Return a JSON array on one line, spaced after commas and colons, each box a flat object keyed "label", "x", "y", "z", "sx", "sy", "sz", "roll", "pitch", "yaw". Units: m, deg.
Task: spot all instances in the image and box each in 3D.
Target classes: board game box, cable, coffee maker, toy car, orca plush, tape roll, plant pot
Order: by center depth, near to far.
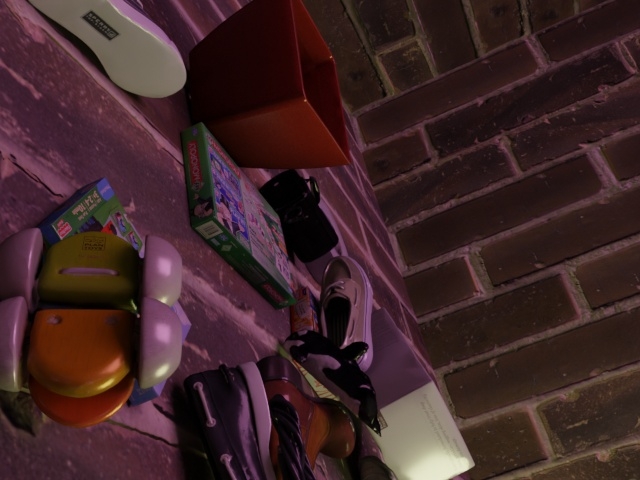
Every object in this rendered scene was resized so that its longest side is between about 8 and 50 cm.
[{"label": "toy car", "x": -0.205, "y": 0.078, "z": 0.639, "sx": 0.182, "sy": 0.159, "sz": 0.136, "roll": -101, "pitch": -162, "yaw": -45}, {"label": "board game box", "x": -0.223, "y": 0.051, "z": 0.800, "sx": 0.160, "sy": 0.039, "sz": 0.211, "roll": -83, "pitch": 149, "yaw": -68}, {"label": "cable", "x": -0.025, "y": 0.275, "z": 0.875, "sx": 0.184, "sy": 0.047, "sz": 0.150, "roll": -109, "pitch": -169, "yaw": -51}, {"label": "orca plush", "x": 0.037, "y": 0.202, "z": 1.212, "sx": 0.151, "sy": 0.102, "sz": 0.287, "roll": 43, "pitch": -7, "yaw": -19}, {"label": "board game box", "x": -0.141, "y": -0.035, "z": 1.304, "sx": 0.317, "sy": 0.046, "sz": 0.213, "roll": 52, "pitch": 18, "yaw": -51}, {"label": "plant pot", "x": -0.106, "y": -0.283, "z": 1.403, "sx": 0.267, "sy": 0.236, "sz": 0.267, "roll": 45, "pitch": 33, "yaw": -61}, {"label": "board game box", "x": -0.008, "y": 0.208, "z": 1.452, "sx": 0.193, "sy": 0.045, "sz": 0.146, "roll": -97, "pitch": 161, "yaw": -54}, {"label": "coffee maker", "x": -0.045, "y": -0.037, "z": 1.583, "sx": 0.171, "sy": 0.120, "sz": 0.178, "roll": -89, "pitch": 155, "yaw": -44}, {"label": "tape roll", "x": 0.000, "y": 0.000, "z": 1.805, "sx": 0.219, "sy": 0.072, "sz": 0.219, "roll": -22, "pitch": 90, "yaw": -79}]

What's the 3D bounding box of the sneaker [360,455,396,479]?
[{"label": "sneaker", "x": 0.148, "y": 0.517, "z": 1.485, "sx": 0.115, "sy": 0.090, "sz": 0.232, "roll": -102, "pitch": 165, "yaw": -55}]

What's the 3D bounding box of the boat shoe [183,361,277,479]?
[{"label": "boat shoe", "x": -0.092, "y": 0.291, "z": 0.833, "sx": 0.114, "sy": 0.091, "sz": 0.302, "roll": 110, "pitch": -32, "yaw": -55}]

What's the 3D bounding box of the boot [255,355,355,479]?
[{"label": "boot", "x": -0.012, "y": 0.344, "z": 1.067, "sx": 0.280, "sy": 0.096, "sz": 0.264, "roll": -97, "pitch": 163, "yaw": -48}]

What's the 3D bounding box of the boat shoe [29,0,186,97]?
[{"label": "boat shoe", "x": -0.294, "y": -0.312, "z": 1.011, "sx": 0.301, "sy": 0.108, "sz": 0.102, "roll": 37, "pitch": 34, "yaw": -55}]

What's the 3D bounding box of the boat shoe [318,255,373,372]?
[{"label": "boat shoe", "x": 0.049, "y": 0.131, "z": 1.476, "sx": 0.094, "sy": 0.109, "sz": 0.302, "roll": 56, "pitch": 18, "yaw": -41}]

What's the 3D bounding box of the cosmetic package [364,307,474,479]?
[{"label": "cosmetic package", "x": 0.152, "y": 0.318, "z": 1.497, "sx": 0.217, "sy": 0.156, "sz": 0.385, "roll": 62, "pitch": -2, "yaw": -20}]
